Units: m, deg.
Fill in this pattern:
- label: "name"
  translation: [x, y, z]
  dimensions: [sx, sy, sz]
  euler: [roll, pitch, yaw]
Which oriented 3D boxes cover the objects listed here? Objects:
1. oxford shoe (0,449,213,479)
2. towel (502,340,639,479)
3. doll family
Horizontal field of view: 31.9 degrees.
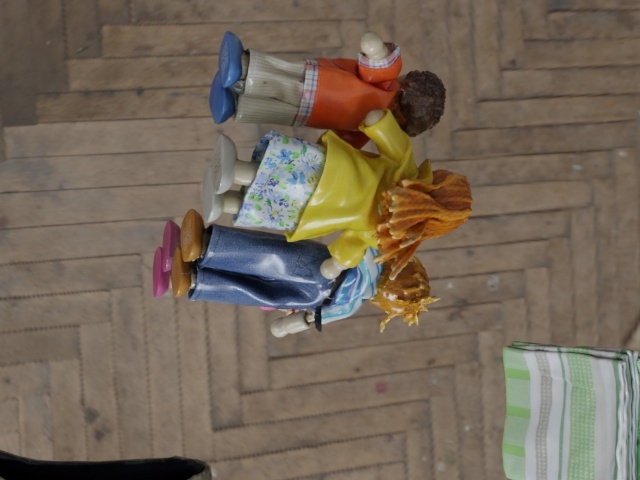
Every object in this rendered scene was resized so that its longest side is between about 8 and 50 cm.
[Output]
- label: "oxford shoe"
  translation: [-0.203, 0.090, 0.397]
  dimensions: [0.348, 0.123, 0.130]
  euler: [20, 87, -27]
- label: "towel"
  translation: [0.178, 0.132, 0.816]
  dimensions: [0.023, 0.152, 0.113]
  euler: [3, 87, -25]
- label: "doll family"
  translation: [0.000, 0.000, 0.683]
  dimensions: [0.163, 0.263, 0.118]
  euler: [6, 50, -19]
